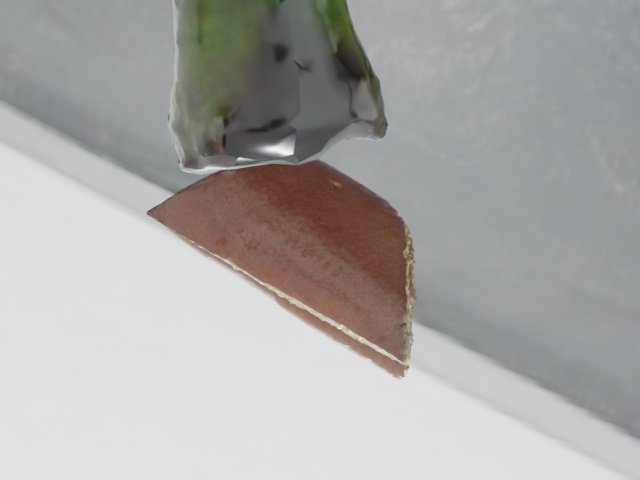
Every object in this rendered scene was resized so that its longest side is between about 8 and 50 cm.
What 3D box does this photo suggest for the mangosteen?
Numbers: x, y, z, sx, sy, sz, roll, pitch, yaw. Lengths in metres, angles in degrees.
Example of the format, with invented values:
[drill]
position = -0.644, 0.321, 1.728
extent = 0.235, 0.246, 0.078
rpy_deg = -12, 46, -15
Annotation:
[mangosteen]
position = -0.005, -0.161, 0.374
extent = 0.231, 0.289, 0.231
rpy_deg = -6, 169, -1

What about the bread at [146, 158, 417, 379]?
[bread]
position = 0.000, 0.000, 1.074
extent = 0.192, 0.119, 0.067
rpy_deg = 30, 138, 17
